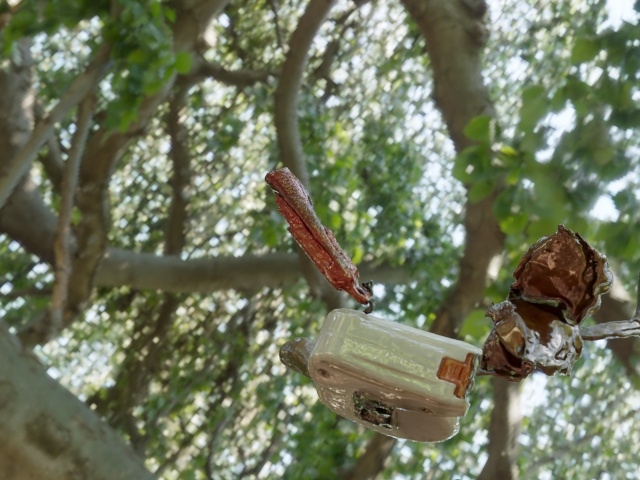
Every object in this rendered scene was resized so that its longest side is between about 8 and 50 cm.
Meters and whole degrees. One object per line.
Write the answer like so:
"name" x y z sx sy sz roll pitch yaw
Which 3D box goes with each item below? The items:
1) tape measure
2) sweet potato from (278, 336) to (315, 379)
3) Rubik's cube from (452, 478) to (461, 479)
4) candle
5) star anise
"tape measure" 0.116 0.223 1.647 0.258 0.130 0.265 15 -30 14
"sweet potato" -0.026 0.226 2.023 0.077 0.077 0.244 45 -12 -11
"Rubik's cube" 0.168 0.592 1.792 0.246 0.250 0.248 59 -43 22
"candle" 0.000 0.000 1.660 0.301 0.059 0.084 52 -17 29
"star anise" 0.307 0.070 1.262 0.148 0.346 0.237 42 -50 32
